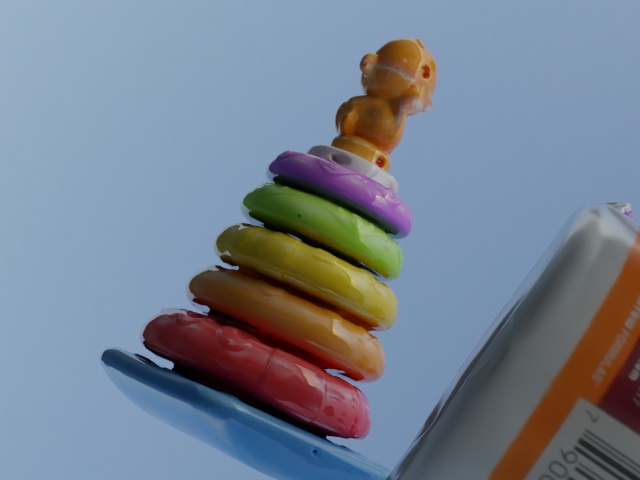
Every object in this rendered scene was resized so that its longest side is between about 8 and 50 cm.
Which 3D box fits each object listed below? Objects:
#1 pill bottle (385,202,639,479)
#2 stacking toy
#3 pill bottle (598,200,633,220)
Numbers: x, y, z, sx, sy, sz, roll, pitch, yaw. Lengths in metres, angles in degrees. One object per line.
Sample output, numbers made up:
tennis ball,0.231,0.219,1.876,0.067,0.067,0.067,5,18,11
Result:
pill bottle,0.234,0.176,0.637,0.392,0.224,0.224,35,-99,6
stacking toy,0.000,0.000,0.849,0.165,0.175,0.302,14,-102,54
pill bottle,0.256,0.009,1.131,0.043,0.083,0.043,-8,-173,1
